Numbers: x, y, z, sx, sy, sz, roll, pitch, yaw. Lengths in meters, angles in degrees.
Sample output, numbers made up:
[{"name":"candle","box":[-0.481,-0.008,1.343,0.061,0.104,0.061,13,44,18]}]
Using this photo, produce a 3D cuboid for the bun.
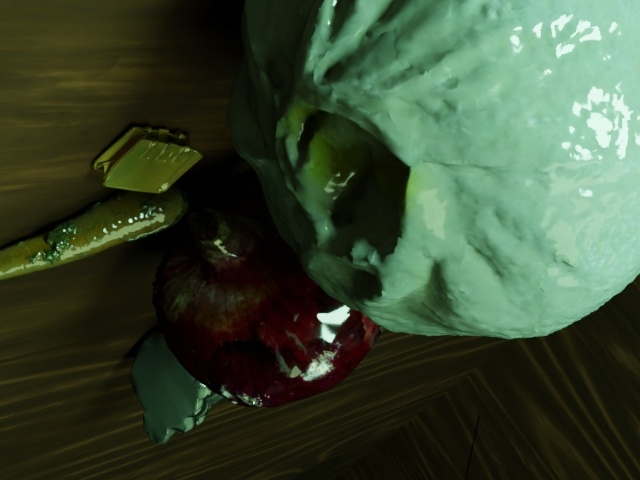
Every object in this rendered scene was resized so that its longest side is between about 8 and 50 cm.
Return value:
[{"name":"bun","box":[0.073,-0.086,0.780,0.211,0.362,0.362,-24,161,-34]}]

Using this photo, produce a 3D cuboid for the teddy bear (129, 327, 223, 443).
[{"name":"teddy bear","box":[-0.107,0.143,1.413,0.251,0.144,0.171,-22,146,-38]}]

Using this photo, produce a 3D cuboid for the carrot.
[{"name":"carrot","box":[-0.233,0.003,0.983,0.254,0.049,0.049,-23,160,-18]}]

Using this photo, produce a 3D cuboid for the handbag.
[{"name":"handbag","box":[-0.147,-0.069,0.954,0.061,0.027,0.083,-39,161,21]}]

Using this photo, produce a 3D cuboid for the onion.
[{"name":"onion","box":[-0.059,0.037,1.081,0.252,0.252,0.219,-37,139,13]}]
